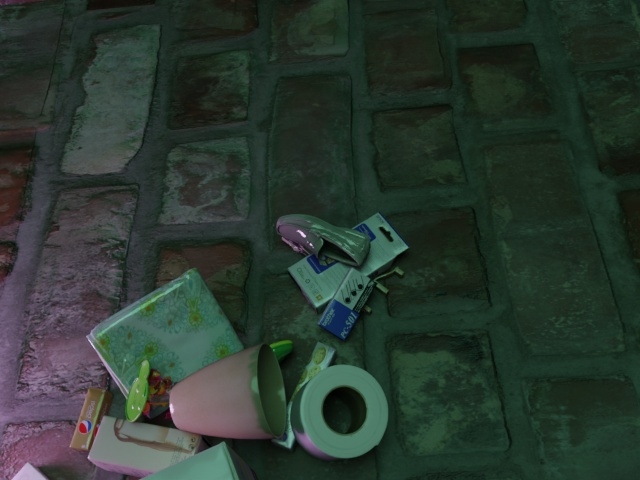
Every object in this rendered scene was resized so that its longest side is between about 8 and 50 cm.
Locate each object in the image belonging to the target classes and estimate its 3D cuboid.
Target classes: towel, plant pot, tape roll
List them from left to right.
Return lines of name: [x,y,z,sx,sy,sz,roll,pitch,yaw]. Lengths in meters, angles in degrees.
towel: [-0.450,0.310,1.917,0.374,0.090,0.321,-31,104,-11]
plant pot: [-0.259,0.431,1.763,0.273,0.256,0.257,-13,60,10]
tape roll: [0.048,0.477,1.782,0.246,0.169,0.246,4,68,-11]

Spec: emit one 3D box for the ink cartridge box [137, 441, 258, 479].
ink cartridge box: [-0.299,0.672,1.625,0.279,0.385,0.160,-23,61,-7]

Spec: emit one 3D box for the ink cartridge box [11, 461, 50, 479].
ink cartridge box: [-0.812,0.775,1.818,0.232,0.066,0.189,30,68,25]

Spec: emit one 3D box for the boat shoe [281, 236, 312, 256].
boat shoe: [-0.076,0.016,2.171,0.137,0.049,0.043,41,114,22]

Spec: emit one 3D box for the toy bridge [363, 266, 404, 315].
toy bridge: [0.191,0.152,2.071,0.063,0.026,0.188,35,70,24]

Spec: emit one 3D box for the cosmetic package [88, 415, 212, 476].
cosmetic package: [-0.475,0.598,1.824,0.296,0.153,0.129,8,60,9]

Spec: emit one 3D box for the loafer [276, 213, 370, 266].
loafer: [0.000,0.000,2.062,0.319,0.112,0.112,15,54,16]

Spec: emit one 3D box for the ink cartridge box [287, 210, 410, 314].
ink cartridge box: [0.093,0.069,2.107,0.370,0.069,0.176,-33,61,-9]

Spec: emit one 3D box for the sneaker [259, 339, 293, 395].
sneaker: [-0.186,0.415,1.935,0.295,0.109,0.123,-42,82,-15]

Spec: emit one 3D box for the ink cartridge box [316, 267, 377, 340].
ink cartridge box: [0.083,0.196,2.004,0.097,0.046,0.207,33,81,-5]

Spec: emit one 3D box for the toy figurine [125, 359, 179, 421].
toy figurine: [-0.450,0.443,1.849,0.130,0.159,0.173,-13,61,51]

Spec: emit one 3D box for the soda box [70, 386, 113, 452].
soda box: [-0.682,0.537,1.932,0.058,0.061,0.181,4,61,9]

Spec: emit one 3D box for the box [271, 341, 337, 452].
box: [-0.043,0.458,1.903,0.067,0.063,0.324,20,65,16]
